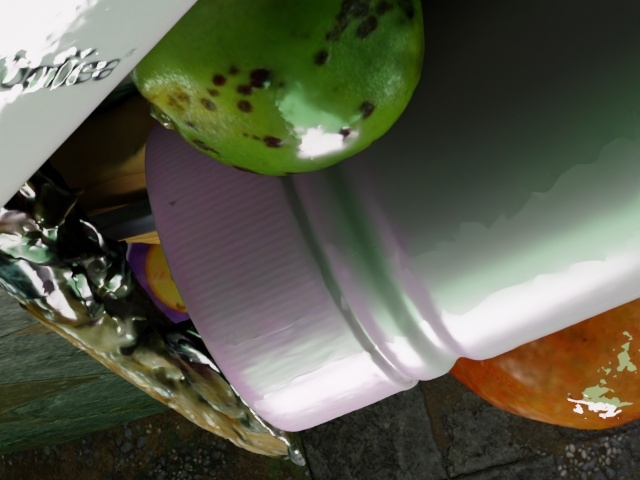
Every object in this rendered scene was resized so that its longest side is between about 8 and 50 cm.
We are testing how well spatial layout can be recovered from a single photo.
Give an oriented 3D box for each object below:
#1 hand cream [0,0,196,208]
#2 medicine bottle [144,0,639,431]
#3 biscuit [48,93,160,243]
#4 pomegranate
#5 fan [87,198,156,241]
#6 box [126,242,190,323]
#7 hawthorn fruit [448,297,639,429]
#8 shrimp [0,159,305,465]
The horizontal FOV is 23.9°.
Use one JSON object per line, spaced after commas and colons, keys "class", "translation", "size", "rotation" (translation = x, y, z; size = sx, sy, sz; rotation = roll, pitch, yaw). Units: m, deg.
{"class": "hand cream", "translation": [-0.129, -0.087, 0.587], "size": [0.185, 0.118, 0.358], "rotation": [-6, 158, -44]}
{"class": "medicine bottle", "translation": [0.087, -0.043, 0.821], "size": [0.315, 0.202, 0.202], "rotation": [-23, 170, 13]}
{"class": "biscuit", "translation": [-0.048, -0.059, 1.060], "size": [0.351, 0.057, 0.312], "rotation": [-15, 172, -5]}
{"class": "pomegranate", "translation": [-0.005, -0.094, 0.684], "size": [0.169, 0.122, 0.143], "rotation": [-13, 148, 2]}
{"class": "fan", "translation": [-0.101, -0.021, 0.973], "size": [0.282, 0.023, 0.057], "rotation": [-15, 168, 7]}
{"class": "box", "translation": [0.000, 0.000, 1.259], "size": [0.345, 0.134, 0.097], "rotation": [-14, 171, -7]}
{"class": "hawthorn fruit", "translation": [0.138, 0.009, 1.011], "size": [0.260, 0.224, 0.224], "rotation": [23, 177, 10]}
{"class": "shrimp", "translation": [-0.113, 0.032, 0.866], "size": [0.071, 0.233, 0.365], "rotation": [-51, 149, -15]}
